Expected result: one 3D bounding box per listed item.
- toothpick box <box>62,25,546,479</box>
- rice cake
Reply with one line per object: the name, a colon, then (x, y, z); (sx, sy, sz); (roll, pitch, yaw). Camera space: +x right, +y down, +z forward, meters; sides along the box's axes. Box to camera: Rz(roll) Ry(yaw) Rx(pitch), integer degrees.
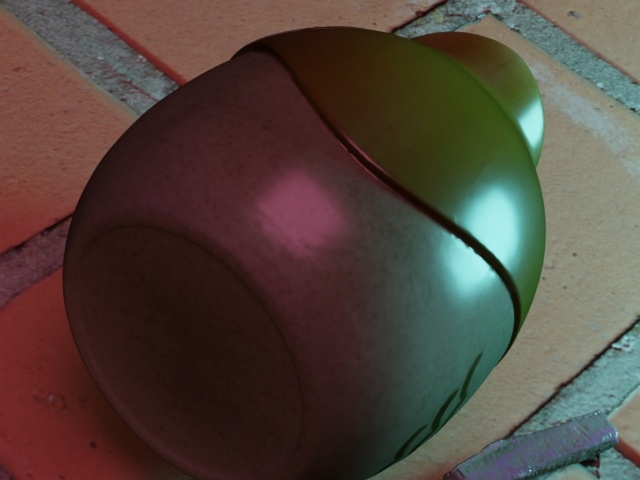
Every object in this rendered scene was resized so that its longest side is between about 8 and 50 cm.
toothpick box: (0.000, 0.000, 1.386); (0.409, 0.409, 0.425); (36, 44, 17)
rice cake: (0.215, 0.223, 1.495); (0.207, 0.036, 0.047); (-15, 45, -26)
